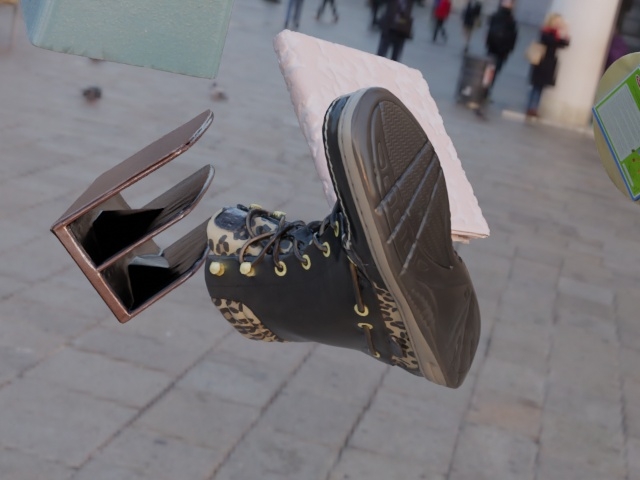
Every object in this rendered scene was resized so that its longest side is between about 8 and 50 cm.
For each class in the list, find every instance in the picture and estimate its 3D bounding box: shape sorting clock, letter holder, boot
[{"bbox_3d":[0.427,-0.142,1.542,0.040,0.206,0.206,-15,23,-21],"label":"shape sorting clock"},{"bbox_3d":[-0.198,-0.048,1.579,0.152,0.214,0.302,56,8,-12],"label":"letter holder"},{"bbox_3d":[0.000,0.000,1.269,0.284,0.377,0.138,6,50,32],"label":"boot"}]

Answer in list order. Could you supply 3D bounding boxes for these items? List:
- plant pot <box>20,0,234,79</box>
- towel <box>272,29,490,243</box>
[{"bbox_3d":[-0.231,-0.390,1.503,0.247,0.252,0.248,7,35,-27],"label":"plant pot"},{"bbox_3d":[0.089,-0.147,1.781,0.317,0.053,0.331,7,54,-45],"label":"towel"}]
